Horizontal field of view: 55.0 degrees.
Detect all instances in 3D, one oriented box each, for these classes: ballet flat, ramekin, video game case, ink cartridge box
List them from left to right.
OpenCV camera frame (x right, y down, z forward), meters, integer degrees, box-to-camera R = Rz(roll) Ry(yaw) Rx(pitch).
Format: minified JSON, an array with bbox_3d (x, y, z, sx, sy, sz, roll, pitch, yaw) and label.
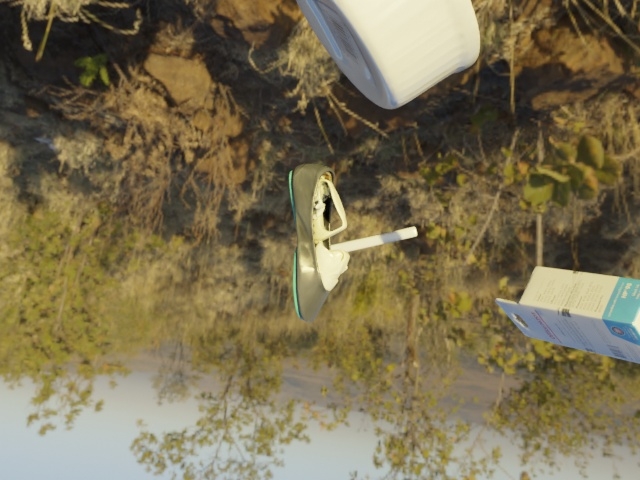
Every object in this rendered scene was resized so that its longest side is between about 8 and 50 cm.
[{"bbox_3d":[0.000,0.000,0.772,0.074,0.203,0.074,-3,172,0],"label":"ballet flat"},{"bbox_3d":[0.098,0.002,1.286,0.201,0.023,0.183,-13,179,7],"label":"video game case"},{"bbox_3d":[0.075,-0.314,0.840,0.135,0.277,0.277,-37,158,0],"label":"ramekin"},{"bbox_3d":[0.321,0.088,0.755,0.180,0.060,0.104,8,151,51],"label":"ink cartridge box"}]
